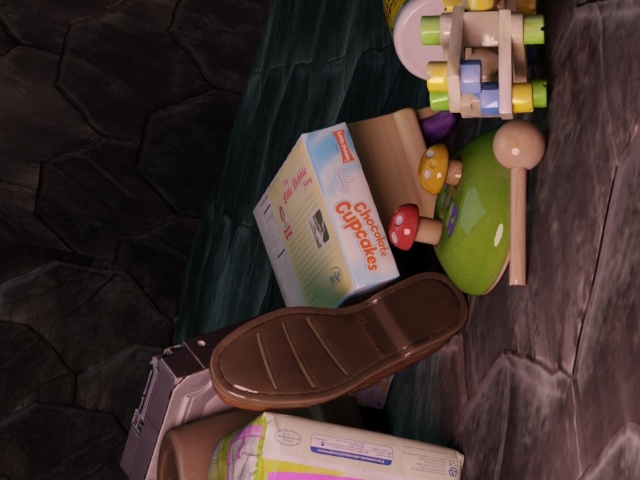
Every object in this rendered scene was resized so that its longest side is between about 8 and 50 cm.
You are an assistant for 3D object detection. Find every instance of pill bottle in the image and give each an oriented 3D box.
[{"bbox_3d":[0.136,-0.283,1.918,0.208,0.118,0.117,-97,21,-60],"label":"pill bottle"}]

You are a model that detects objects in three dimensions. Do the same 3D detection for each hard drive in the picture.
[{"bbox_3d":[-0.094,0.198,2.127,0.064,0.339,0.237,49,137,30],"label":"hard drive"}]

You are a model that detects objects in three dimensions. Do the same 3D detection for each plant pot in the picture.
[{"bbox_3d":[-0.082,0.305,2.003,0.263,0.229,0.263,180,90,-72],"label":"plant pot"}]

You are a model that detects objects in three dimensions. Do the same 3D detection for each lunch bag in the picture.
[{"bbox_3d":[0.062,0.161,2.016,0.071,0.053,0.083,-120,47,-67],"label":"lunch bag"}]

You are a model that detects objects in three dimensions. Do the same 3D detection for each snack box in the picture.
[{"bbox_3d":[0.000,0.000,1.878,0.322,0.060,0.187,130,122,-71],"label":"snack box"}]

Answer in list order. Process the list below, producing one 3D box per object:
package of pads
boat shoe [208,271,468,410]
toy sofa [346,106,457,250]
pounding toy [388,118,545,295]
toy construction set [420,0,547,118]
[{"bbox_3d":[0.003,0.267,1.743,0.296,0.229,0.101,134,146,-72],"label":"package of pads"},{"bbox_3d":[0.016,0.127,1.705,0.110,0.307,0.104,67,153,20],"label":"boat shoe"},{"bbox_3d":[0.069,-0.048,2.035,0.362,0.177,0.150,138,118,-72],"label":"toy sofa"},{"bbox_3d":[0.143,-0.040,1.655,0.237,0.110,0.183,166,114,-79],"label":"pounding toy"},{"bbox_3d":[0.178,-0.261,1.592,0.215,0.151,0.327,56,-131,-70],"label":"toy construction set"}]
